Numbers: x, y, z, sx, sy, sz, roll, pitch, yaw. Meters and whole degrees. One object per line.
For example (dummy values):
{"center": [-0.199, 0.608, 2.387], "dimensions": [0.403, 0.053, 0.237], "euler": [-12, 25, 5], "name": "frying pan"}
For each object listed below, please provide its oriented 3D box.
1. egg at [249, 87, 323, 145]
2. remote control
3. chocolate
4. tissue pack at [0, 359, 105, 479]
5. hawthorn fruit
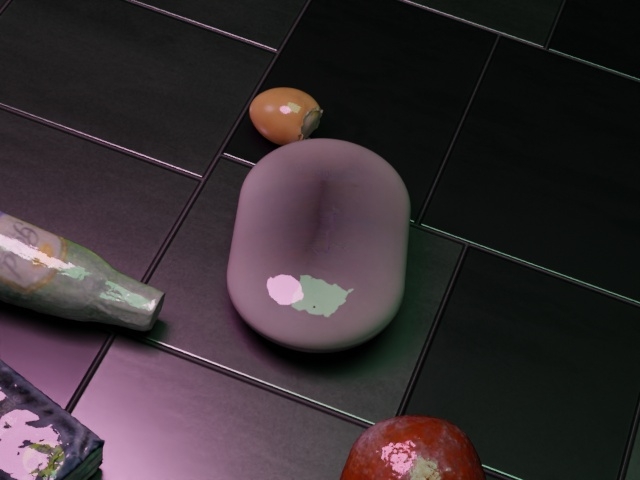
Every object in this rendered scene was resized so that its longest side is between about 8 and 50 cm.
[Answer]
{"center": [-0.049, -0.170, 1.950], "dimensions": [0.096, 0.080, 0.080], "euler": [26, 51, 20], "name": "egg"}
{"center": [0.000, 0.000, 1.800], "dimensions": [0.221, 0.103, 0.332], "euler": [5, 49, 3], "name": "remote control"}
{"center": [-0.330, 0.037, 1.722], "dimensions": [0.291, 0.110, 0.110], "euler": [20, 50, 4], "name": "chocolate"}
{"center": [-0.376, 0.218, 1.575], "dimensions": [0.235, 0.073, 0.173], "euler": [35, 52, 18], "name": "tissue pack"}
{"center": [0.102, 0.279, 1.548], "dimensions": [0.173, 0.173, 0.172], "euler": [5, 50, -6], "name": "hawthorn fruit"}
